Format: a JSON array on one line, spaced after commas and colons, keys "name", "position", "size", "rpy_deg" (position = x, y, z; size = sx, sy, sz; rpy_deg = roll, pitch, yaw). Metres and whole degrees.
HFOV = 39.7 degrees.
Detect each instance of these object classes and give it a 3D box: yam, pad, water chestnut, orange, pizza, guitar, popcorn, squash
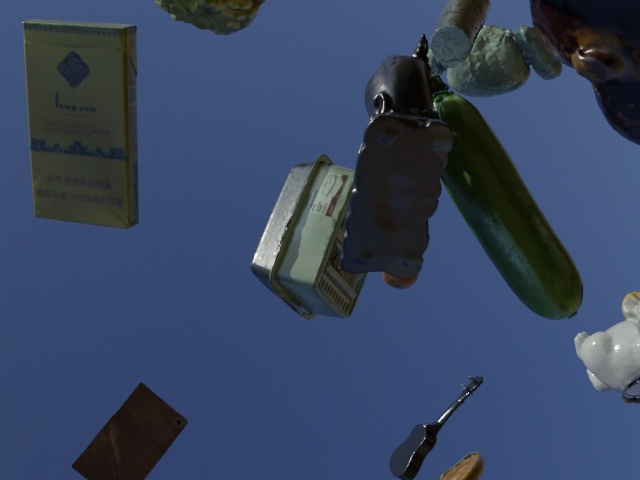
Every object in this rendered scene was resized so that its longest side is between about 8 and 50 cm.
[{"name": "yam", "position": [0.165, -0.256, 1.052], "size": [0.054, 0.054, 0.132], "rpy_deg": [48, -141, -18]}, {"name": "pad", "position": [-0.324, 0.349, 1.525], "size": [0.113, 0.006, 0.188], "rpy_deg": [42, -123, -7]}, {"name": "water chestnut", "position": [0.415, -0.284, 0.991], "size": [0.335, 0.335, 0.347], "rpy_deg": [42, -117, -24]}, {"name": "orange", "position": [0.177, 0.070, 1.975], "size": [0.085, 0.085, 0.085], "rpy_deg": [24, -127, -38]}, {"name": "pizza", "position": [0.191, 0.416, 1.443], "size": [0.036, 0.176, 0.184], "rpy_deg": [54, -162, 8]}, {"name": "guitar", "position": [0.237, 0.375, 1.810], "size": [0.038, 0.271, 0.084], "rpy_deg": [36, -174, -20]}, {"name": "popcorn", "position": [-0.247, -0.580, 1.947], "size": [0.257, 0.224, 0.270], "rpy_deg": [-34, -67, -29]}, {"name": "squash", "position": [0.232, -0.058, 1.195], "size": [0.101, 0.101, 0.379], "rpy_deg": [-19, -103, -50]}]

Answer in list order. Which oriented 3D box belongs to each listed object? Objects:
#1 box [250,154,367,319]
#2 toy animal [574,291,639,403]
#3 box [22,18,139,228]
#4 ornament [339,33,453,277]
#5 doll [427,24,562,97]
[{"name": "box", "position": [0.000, 0.000, 1.739], "size": [0.220, 0.166, 0.291], "rpy_deg": [49, -121, -54]}, {"name": "toy animal", "position": [0.572, 0.136, 1.434], "size": [0.208, 0.325, 0.154], "rpy_deg": [40, -156, -55]}, {"name": "box", "position": [-0.329, -0.159, 1.227], "size": [0.041, 0.153, 0.279], "rpy_deg": [-46, -40, -68]}, {"name": "ornament", "position": [0.089, -0.115, 1.109], "size": [0.106, 0.251, 0.260], "rpy_deg": [9, -147, -4]}, {"name": "doll", "position": [0.243, -0.261, 1.294], "size": [0.071, 0.214, 0.104], "rpy_deg": [-57, -41, -44]}]
